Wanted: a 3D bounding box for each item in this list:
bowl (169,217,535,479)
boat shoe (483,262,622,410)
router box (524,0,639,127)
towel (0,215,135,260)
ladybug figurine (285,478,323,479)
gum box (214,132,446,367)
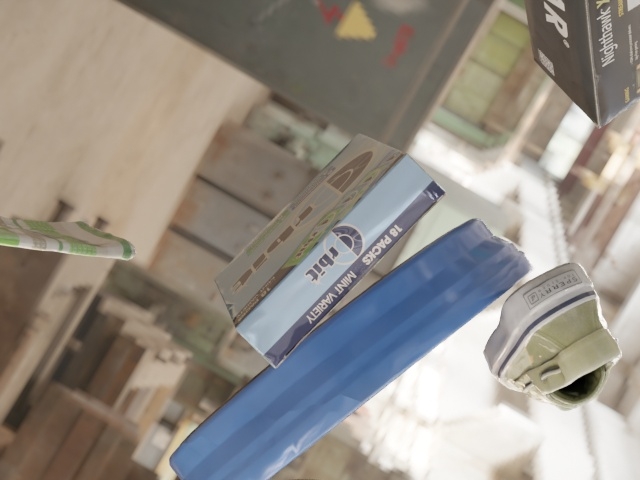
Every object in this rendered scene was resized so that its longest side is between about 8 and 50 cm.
[{"bbox_3d":[0.023,0.119,1.372,0.391,0.077,0.391,-38,174,-5],"label":"bowl"},{"bbox_3d":[0.210,0.107,1.324,0.109,0.094,0.302,-25,162,1],"label":"boat shoe"},{"bbox_3d":[0.234,-0.238,0.893,0.243,0.081,0.309,-33,149,-6],"label":"router box"},{"bbox_3d":[-0.261,-0.008,1.369,0.113,0.152,0.023,15,-85,51],"label":"towel"},{"bbox_3d":[-0.040,0.396,1.448,0.449,0.305,0.162,-75,158,-55],"label":"ladybug figurine"},{"bbox_3d":[0.000,0.000,1.015,0.157,0.041,0.184,-45,-168,1],"label":"gum box"}]
